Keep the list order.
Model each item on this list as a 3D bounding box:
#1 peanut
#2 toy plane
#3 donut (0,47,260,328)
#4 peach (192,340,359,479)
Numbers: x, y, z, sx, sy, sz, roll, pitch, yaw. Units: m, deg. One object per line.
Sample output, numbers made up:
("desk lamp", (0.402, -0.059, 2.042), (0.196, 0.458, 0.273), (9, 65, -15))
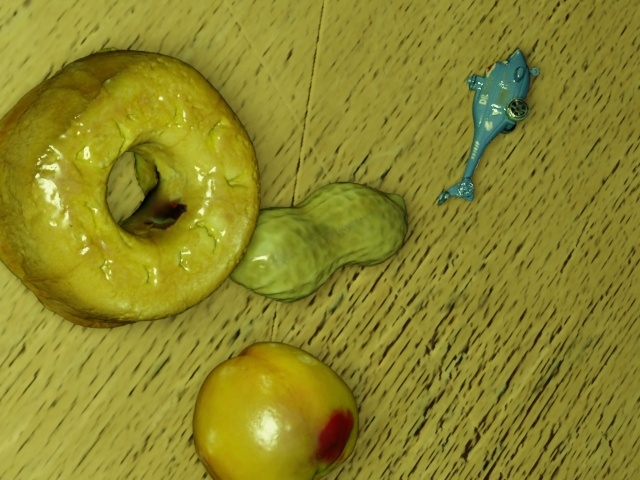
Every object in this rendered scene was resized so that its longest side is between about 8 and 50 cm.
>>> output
("peanut", (-0.001, 0.002, 1.542), (0.192, 0.089, 0.089), (-19, 100, -31))
("toy plane", (0.151, -0.105, 1.657), (0.062, 0.054, 0.167), (23, 76, -4))
("donut", (-0.155, -0.042, 1.428), (0.226, 0.114, 0.227), (0, 90, -33))
("peach", (-0.039, 0.150, 1.494), (0.138, 0.138, 0.138), (0, 90, -32))
